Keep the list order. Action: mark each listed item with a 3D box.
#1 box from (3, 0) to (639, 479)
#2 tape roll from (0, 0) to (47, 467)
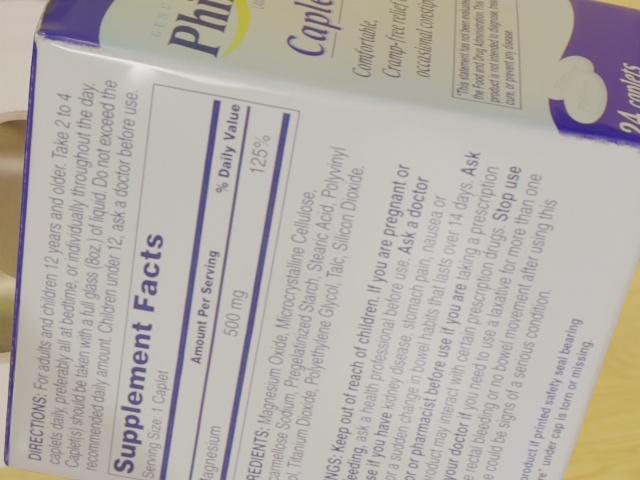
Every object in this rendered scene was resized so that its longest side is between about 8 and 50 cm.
[{"bbox_3d":[0.000,0.000,0.396,0.137,0.072,0.126,10,125,-2],"label":"box"},{"bbox_3d":[-0.219,-0.007,0.981,0.100,0.286,0.286,8,90,28],"label":"tape roll"}]
